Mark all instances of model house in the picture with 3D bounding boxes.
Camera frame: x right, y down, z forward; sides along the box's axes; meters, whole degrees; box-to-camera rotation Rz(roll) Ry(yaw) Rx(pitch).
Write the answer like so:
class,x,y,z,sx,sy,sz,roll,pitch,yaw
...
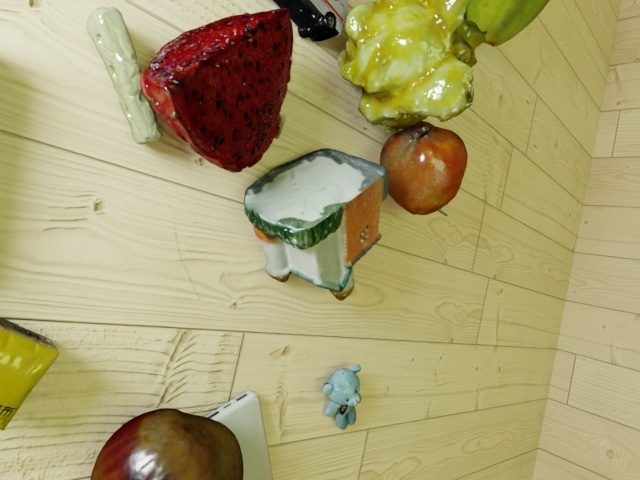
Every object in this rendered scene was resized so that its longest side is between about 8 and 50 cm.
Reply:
class,x,y,z,sx,sy,sz,roll,pitch,yaw
model house,0.000,0.000,0.899,0.271,0.190,0.300,-39,136,-36

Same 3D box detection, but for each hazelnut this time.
class,x,y,z,sx,sy,sz,roll,pitch,yaw
hazelnut,-0.248,0.386,0.691,0.229,0.229,0.229,-8,101,-42

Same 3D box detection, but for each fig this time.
class,x,y,z,sx,sy,sz,roll,pitch,yaw
fig,0.535,-0.716,1.214,0.258,0.258,0.326,11,102,-43

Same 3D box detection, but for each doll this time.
class,x,y,z,sx,sy,sz,roll,pitch,yaw
doll,0.065,0.395,1.055,0.120,0.075,0.179,-24,112,-35

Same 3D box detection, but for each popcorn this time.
class,x,y,z,sx,sy,sz,roll,pitch,yaw
popcorn,0.198,-0.410,0.902,0.290,0.325,0.321,25,60,-1

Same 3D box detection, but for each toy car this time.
class,x,y,z,sx,sy,sz,roll,pitch,yaw
toy car,-0.035,-0.483,0.823,0.210,0.089,0.108,28,77,-44

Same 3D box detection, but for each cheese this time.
class,x,y,z,sx,sy,sz,roll,pitch,yaw
cheese,-0.287,-0.240,0.642,0.043,0.065,0.194,-34,117,-42

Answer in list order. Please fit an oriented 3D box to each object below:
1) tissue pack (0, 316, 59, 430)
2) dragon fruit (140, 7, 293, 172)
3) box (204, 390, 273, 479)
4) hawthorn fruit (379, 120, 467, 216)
class,x,y,z,sx,sy,sz,roll,pitch,yaw
tissue pack,-0.445,0.152,0.541,0.169,0.082,0.120,45,68,-38
dragon fruit,-0.171,-0.231,0.712,0.317,0.152,0.205,-55,148,-39
box,-0.165,0.459,0.875,0.142,0.044,0.285,-20,109,-42
hawthorn fruit,0.258,-0.153,1.069,0.210,0.211,0.262,-47,133,-27
